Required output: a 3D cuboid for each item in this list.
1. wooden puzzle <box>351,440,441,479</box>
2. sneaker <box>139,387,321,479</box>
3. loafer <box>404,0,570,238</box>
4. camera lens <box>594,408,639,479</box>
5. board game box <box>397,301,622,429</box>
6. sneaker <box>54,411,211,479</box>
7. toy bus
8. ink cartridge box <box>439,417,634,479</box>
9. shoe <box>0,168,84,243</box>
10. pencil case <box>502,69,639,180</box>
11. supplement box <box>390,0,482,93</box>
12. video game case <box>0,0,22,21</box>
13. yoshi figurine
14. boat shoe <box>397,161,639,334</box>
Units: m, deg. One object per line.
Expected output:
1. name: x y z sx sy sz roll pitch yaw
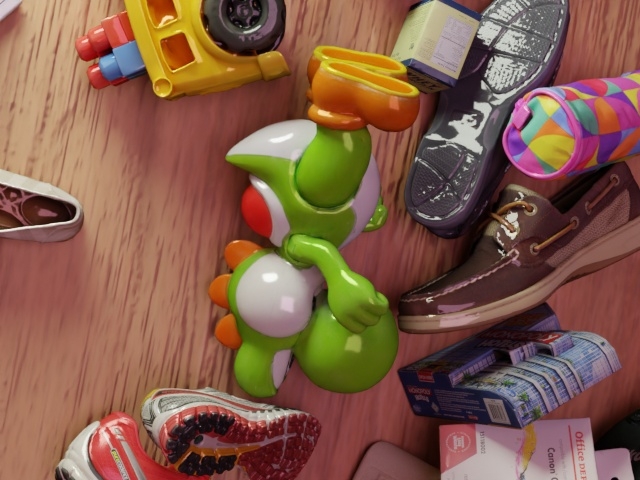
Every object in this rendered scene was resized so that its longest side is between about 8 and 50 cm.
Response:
1. wooden puzzle: 0.096 0.362 1.215 0.221 0.044 0.238 26 82 22
2. sneaker: -0.086 0.189 1.173 0.225 0.093 0.088 24 96 -46
3. loafer: 0.186 -0.141 1.264 0.109 0.095 0.302 24 82 27
4. camera lens: 0.429 0.328 1.280 0.219 0.219 0.274 -46 104 -10
5. board game box: 0.218 0.129 1.246 0.194 0.194 0.060 -26 99 -28
6. sneaker: -0.138 0.284 1.176 0.279 0.107 0.118 48 66 -17
7. toy bus: -0.149 -0.241 1.136 0.211 0.149 0.220 -18 96 1
8. ink cartridge box: 0.224 0.247 1.183 0.198 0.115 0.067 -5 135 8
9. shoe: -0.337 -0.043 1.120 0.219 0.058 0.076 10 90 -17
10. pencil case: 0.295 -0.127 1.232 0.236 0.104 0.104 -16 98 -46
11. supplement box: 0.120 -0.209 1.233 0.056 0.083 0.083 23 85 -15
12. video game case: -0.397 -0.245 1.114 0.143 0.019 0.157 -44 104 -10
13. yoshi figurine: 0.026 0.005 1.155 0.203 0.203 0.362 -3 117 -45
14. boat shoe: 0.217 -0.002 1.249 0.342 0.123 0.123 -22 97 -22
